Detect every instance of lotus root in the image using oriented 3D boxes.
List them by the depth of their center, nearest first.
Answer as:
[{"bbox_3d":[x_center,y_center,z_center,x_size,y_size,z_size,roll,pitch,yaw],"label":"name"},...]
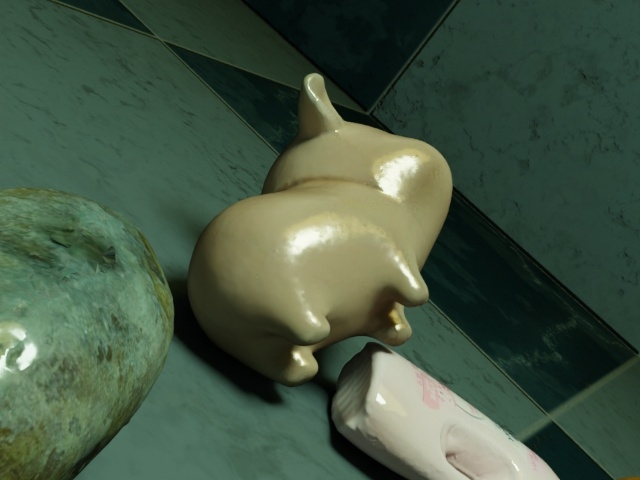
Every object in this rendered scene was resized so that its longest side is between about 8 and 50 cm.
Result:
[{"bbox_3d":[-0.184,0.065,0.525,0.175,0.175,0.349,36,16,-8],"label":"lotus root"}]

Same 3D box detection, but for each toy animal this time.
[{"bbox_3d":[0.000,0.000,0.935,0.326,0.237,0.269,-15,57,-37],"label":"toy animal"}]

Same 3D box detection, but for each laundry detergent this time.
[{"bbox_3d":[0.166,0.236,0.934,0.335,0.088,0.159,36,20,-11],"label":"laundry detergent"}]

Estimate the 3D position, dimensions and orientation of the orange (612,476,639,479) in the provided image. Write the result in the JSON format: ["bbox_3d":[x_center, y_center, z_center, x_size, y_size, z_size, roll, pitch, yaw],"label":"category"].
[{"bbox_3d":[0.296,0.314,0.817,0.206,0.206,0.206,35,17,-12],"label":"orange"}]
